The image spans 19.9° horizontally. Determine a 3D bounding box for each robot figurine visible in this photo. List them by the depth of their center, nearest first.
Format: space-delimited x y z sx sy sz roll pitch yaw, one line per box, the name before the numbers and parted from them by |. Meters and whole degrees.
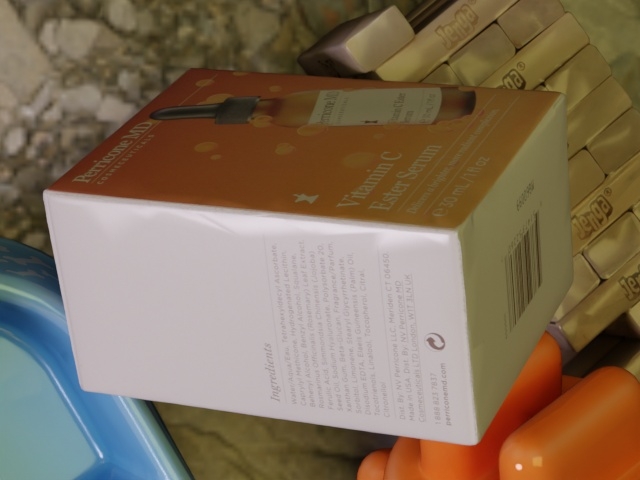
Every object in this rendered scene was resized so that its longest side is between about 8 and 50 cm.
robot figurine | 0.092 0.144 0.772 0.158 0.128 0.219 -1 124 10

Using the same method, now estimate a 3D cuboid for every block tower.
block tower | 0.132 0.021 0.828 0.097 0.091 0.335 -40 99 -11

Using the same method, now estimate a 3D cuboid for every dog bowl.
dog bowl | -0.118 0.137 0.775 0.166 0.074 0.297 -31 96 -12

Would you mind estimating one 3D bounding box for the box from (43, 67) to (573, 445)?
box | 0.000 0.000 0.721 0.170 0.130 0.091 6 120 23
